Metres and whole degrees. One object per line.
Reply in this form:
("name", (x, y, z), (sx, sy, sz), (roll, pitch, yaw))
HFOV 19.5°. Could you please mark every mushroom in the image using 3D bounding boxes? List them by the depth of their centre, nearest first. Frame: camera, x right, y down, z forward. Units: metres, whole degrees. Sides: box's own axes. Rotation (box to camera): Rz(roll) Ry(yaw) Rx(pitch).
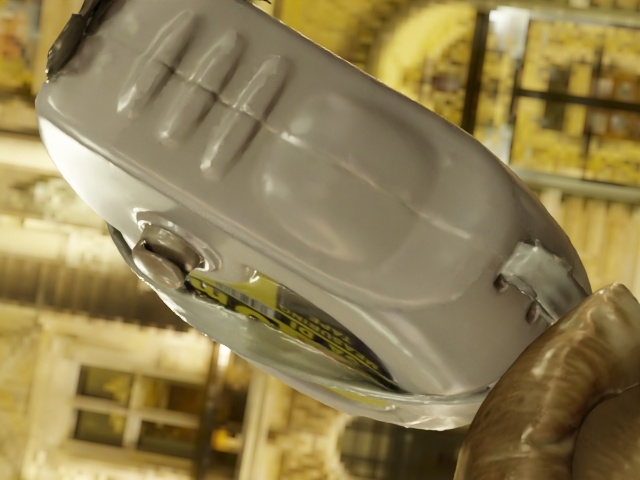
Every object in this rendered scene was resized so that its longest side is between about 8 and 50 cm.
("mushroom", (0.087, 0.107, 0.593), (0.072, 0.094, 0.209), (-53, 38, 39))

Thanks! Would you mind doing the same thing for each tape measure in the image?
("tape measure", (0.000, 0.000, 0.778), (0.120, 0.236, 0.197), (-58, -5, -19))
